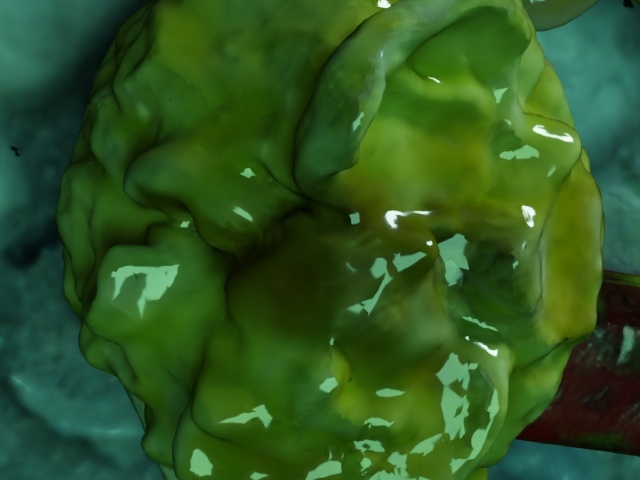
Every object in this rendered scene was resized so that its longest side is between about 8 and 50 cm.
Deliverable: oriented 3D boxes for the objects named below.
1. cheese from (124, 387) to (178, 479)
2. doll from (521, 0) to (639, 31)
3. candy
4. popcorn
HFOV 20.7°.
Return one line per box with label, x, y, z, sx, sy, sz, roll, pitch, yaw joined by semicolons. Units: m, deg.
cheese;-0.052;0.061;0.759;0.065;0.043;0.194;-22;112;-8
doll;0.150;-0.236;0.654;0.423;0.161;0.348;12;102;-12
candy;0.137;0.055;0.802;0.292;0.059;0.086;9;107;-17
popcorn;0.005;0.000;0.629;0.181;0.217;0.235;5;88;-27
